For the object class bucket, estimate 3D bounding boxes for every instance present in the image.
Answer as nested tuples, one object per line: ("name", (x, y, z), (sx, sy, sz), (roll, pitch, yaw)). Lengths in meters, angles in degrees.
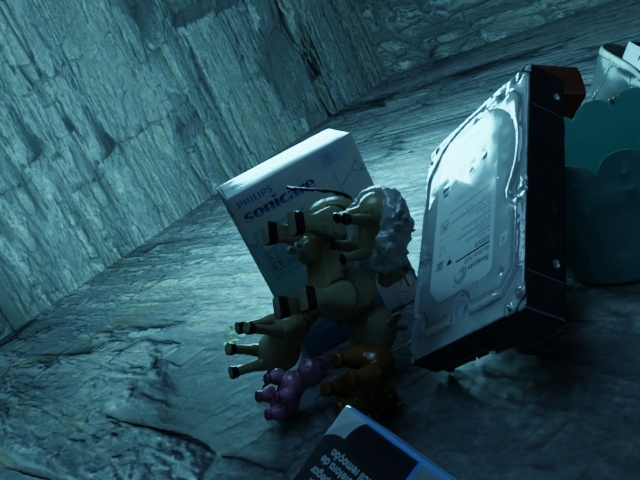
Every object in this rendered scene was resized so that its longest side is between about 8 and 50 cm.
("bucket", (0.411, -0.079, 0.978), (0.281, 0.183, 0.281), (-23, 17, 8))

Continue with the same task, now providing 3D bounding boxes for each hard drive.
("hard drive", (0.206, -0.023, 0.902), (0.237, 0.064, 0.338), (136, 148, -57))

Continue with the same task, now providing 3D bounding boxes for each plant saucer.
("plant saucer", (0.337, -0.157, 1.173), (0.048, 0.258, 0.259), (36, 29, 26))

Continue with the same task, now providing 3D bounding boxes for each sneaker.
("sneaker", (0.666, -0.320, 1.522), (0.083, 0.118, 0.222), (-11, 41, -18))

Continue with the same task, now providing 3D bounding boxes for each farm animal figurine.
("farm animal figurine", (0.017, 0.087, 0.962), (0.172, 0.326, 0.330), (-3, 7, -35))

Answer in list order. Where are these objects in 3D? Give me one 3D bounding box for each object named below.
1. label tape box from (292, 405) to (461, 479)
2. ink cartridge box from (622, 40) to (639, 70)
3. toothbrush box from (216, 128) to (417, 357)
("label tape box", (0.008, 0.292, 0.366), (0.347, 0.115, 0.249), (-51, 30, -11))
("ink cartridge box", (0.712, -0.339, 1.382), (0.206, 0.045, 0.208), (10, 26, 7))
("toothbrush box", (0.000, 0.000, 1.148), (0.216, 0.295, 0.126), (-28, 17, -8))
